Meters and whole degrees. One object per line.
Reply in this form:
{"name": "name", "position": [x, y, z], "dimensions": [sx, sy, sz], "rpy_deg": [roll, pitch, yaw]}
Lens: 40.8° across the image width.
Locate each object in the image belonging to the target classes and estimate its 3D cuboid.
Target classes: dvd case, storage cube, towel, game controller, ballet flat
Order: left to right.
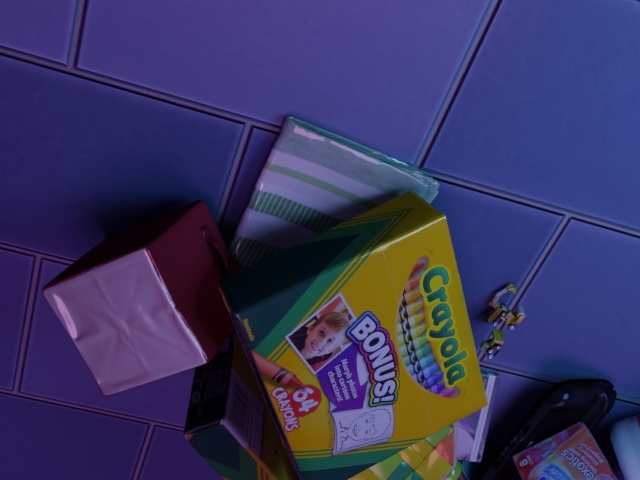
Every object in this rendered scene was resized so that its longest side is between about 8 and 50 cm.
{"name": "storage cube", "position": [-0.239, 0.081, 1.230], "dimensions": [0.215, 0.193, 0.184], "rpy_deg": [-20, 104, 22]}
{"name": "towel", "position": [0.000, 0.000, 1.288], "dimensions": [0.247, 0.038, 0.325], "rpy_deg": [20, 119, -14]}
{"name": "dvd case", "position": [0.190, 0.296, 1.503], "dimensions": [0.221, 0.018, 0.165], "rpy_deg": [9, 101, -7]}
{"name": "ballet flat", "position": [0.245, 0.397, 1.604], "dimensions": [0.067, 0.073, 0.206], "rpy_deg": [-8, 130, 41]}
{"name": "game controller", "position": [0.394, 0.363, 1.542], "dimensions": [0.166, 0.067, 0.319], "rpy_deg": [12, 123, -26]}

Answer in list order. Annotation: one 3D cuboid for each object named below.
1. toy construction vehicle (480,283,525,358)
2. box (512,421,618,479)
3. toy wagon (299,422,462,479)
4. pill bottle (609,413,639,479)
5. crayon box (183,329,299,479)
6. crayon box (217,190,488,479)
{"name": "toy construction vehicle", "position": [0.283, 0.126, 1.373], "dimensions": [0.035, 0.086, 0.098], "rpy_deg": [26, 124, -11]}
{"name": "box", "position": [0.467, 0.471, 1.510], "dimensions": [0.142, 0.154, 0.300], "rpy_deg": [-28, 133, 9]}
{"name": "toy wagon", "position": [0.120, 0.326, 1.437], "dimensions": [0.344, 0.068, 0.267], "rpy_deg": [-46, 104, -3]}
{"name": "pill bottle", "position": [0.726, 0.360, 1.461], "dimensions": [0.407, 0.229, 0.229], "rpy_deg": [-22, 124, 16]}
{"name": "crayon box", "position": [-0.104, 0.333, 1.459], "dimensions": [0.081, 0.202, 0.318], "rpy_deg": [-22, 124, 17]}
{"name": "crayon box", "position": [0.060, 0.156, 1.253], "dimensions": [0.313, 0.106, 0.363], "rpy_deg": [-25, 122, -10]}
